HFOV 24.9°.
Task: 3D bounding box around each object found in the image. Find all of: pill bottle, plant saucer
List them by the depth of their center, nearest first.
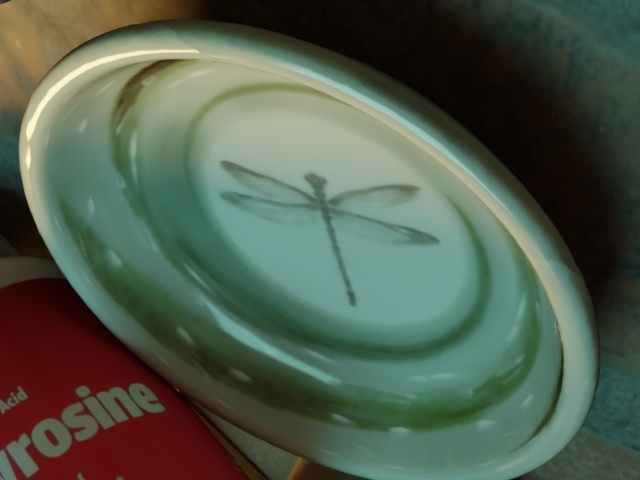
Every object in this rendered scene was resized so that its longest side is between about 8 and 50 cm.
[{"bbox_3d":[0.000,0.000,0.938,0.400,0.100,0.400,21,143,17],"label":"plant saucer"},{"bbox_3d":[-0.216,0.162,1.096,0.408,0.229,0.229,46,151,25],"label":"pill bottle"}]

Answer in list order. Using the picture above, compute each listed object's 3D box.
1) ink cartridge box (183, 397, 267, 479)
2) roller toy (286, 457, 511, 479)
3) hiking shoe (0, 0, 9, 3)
[{"bbox_3d":[-0.131,0.258,1.355,0.193,0.088,0.235,-18,123,46],"label":"ink cartridge box"},{"bbox_3d":[0.056,0.243,1.146,0.209,0.146,0.191,37,145,-8],"label":"roller toy"},{"bbox_3d":[-0.245,-0.223,0.865,0.226,0.086,0.114,25,147,11],"label":"hiking shoe"}]
